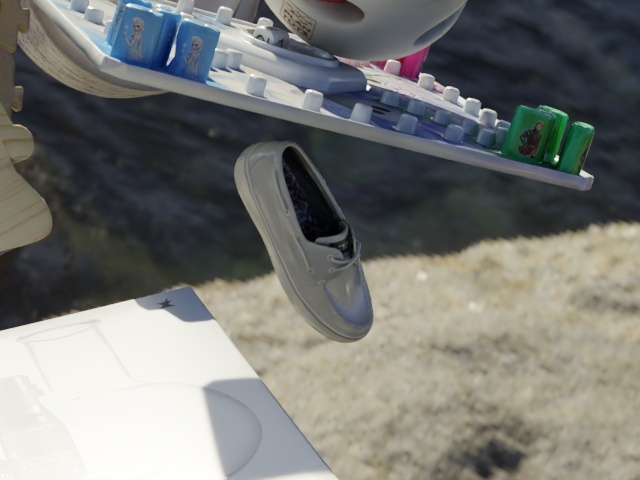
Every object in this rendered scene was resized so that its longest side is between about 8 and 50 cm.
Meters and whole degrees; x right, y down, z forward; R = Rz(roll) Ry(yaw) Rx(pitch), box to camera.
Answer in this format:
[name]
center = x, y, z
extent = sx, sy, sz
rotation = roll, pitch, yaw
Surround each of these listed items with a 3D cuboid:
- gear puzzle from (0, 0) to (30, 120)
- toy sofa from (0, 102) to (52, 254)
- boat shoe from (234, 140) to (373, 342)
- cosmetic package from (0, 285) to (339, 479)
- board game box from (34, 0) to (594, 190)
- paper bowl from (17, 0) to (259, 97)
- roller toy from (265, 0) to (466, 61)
[gear puzzle]
center = -0.345, -0.180, 1.585
extent = 0.175, 0.044, 0.338
rotation = 21, 66, -51
[toy sofa]
center = -0.391, -0.003, 1.277
extent = 0.362, 0.150, 0.177
rotation = -34, 103, -33
[boat shoe]
center = 0.000, 0.000, 1.394
extent = 0.066, 0.063, 0.184
rotation = -32, 103, -36
[cosmetic package]
center = -0.204, 0.153, 0.931
extent = 0.377, 0.097, 0.284
rotation = -13, 21, -16
[board game box]
center = -0.025, -0.154, 1.383
extent = 0.390, 0.050, 0.390
rotation = 12, 14, -24
[paper bowl]
center = -0.189, -0.294, 1.817
extent = 0.284, 0.284, 0.148
rotation = -6, 2, -32
[roller toy]
center = 0.040, -0.250, 1.410
extent = 0.209, 0.146, 0.191
rotation = -3, 72, -12
